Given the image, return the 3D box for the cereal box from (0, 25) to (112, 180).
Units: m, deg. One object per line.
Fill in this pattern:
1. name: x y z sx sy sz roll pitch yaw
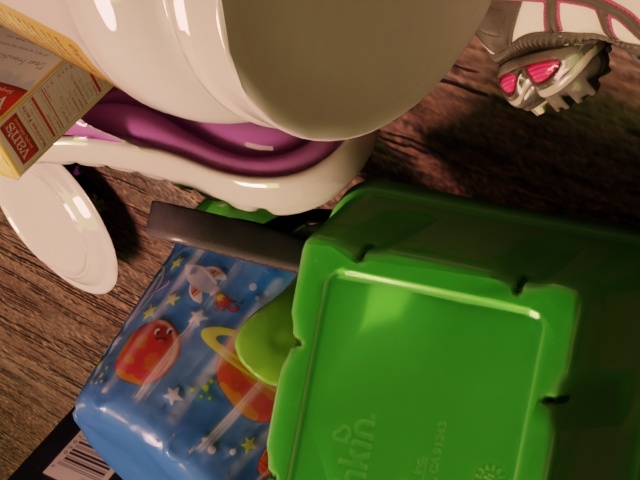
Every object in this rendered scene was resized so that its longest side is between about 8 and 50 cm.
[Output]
1. cereal box: -0.178 -0.148 0.932 0.173 0.240 0.047 18 146 39

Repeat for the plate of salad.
1. plate of salad: -0.269 -0.032 1.454 0.200 0.048 0.200 32 144 27

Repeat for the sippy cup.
1. sippy cup: -0.085 0.118 1.245 0.240 0.224 0.305 26 151 27

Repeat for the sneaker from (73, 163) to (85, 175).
1. sneaker: -0.253 -0.154 1.183 0.223 0.098 0.083 38 154 4

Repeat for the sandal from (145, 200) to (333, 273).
1. sandal: 0.000 0.000 1.031 0.254 0.054 0.097 15 177 -32

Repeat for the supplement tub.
1. supplement tub: -0.080 -0.193 0.712 0.316 0.228 0.228 30 153 37

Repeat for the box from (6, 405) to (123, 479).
1. box: -0.127 0.344 1.575 0.212 0.293 0.395 10 142 46

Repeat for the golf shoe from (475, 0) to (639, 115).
1. golf shoe: 0.146 -0.144 0.673 0.120 0.105 0.273 53 152 -9

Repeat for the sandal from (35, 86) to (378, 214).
1. sandal: -0.151 -0.133 1.020 0.416 0.169 0.102 13 147 23

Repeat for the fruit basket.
1. fruit basket: 0.118 0.158 0.958 0.283 0.392 0.392 11 145 20
